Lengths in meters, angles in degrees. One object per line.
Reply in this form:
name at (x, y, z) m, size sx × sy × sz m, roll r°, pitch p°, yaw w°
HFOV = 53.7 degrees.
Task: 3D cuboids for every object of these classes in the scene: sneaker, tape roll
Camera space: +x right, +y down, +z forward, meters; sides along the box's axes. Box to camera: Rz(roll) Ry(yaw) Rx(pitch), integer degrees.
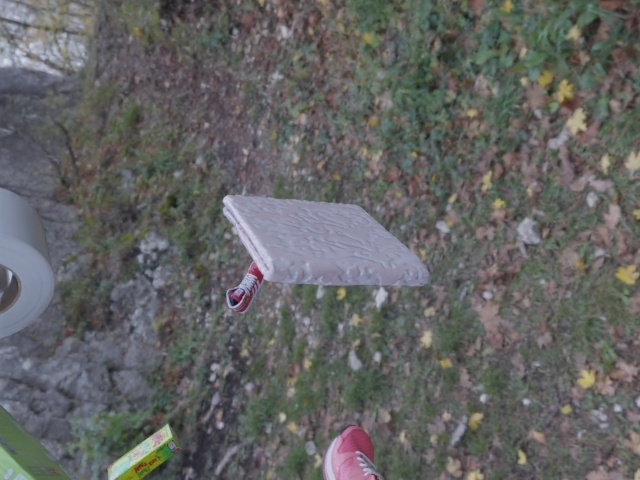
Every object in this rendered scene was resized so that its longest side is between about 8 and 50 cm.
sneaker at (-0.153, 0.092, 1.301) m, size 0.119 × 0.042 × 0.067 m, roll -69°, pitch -20°, yaw -4°
sneaker at (0.080, 0.462, 1.157) m, size 0.136 × 0.116 × 0.314 m, roll -37°, pitch 20°, yaw 28°
tape roll at (-0.629, 0.042, 1.166) m, size 0.169 × 0.246 × 0.246 m, roll 52°, pitch 132°, yaw 46°

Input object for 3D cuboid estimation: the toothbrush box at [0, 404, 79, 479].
toothbrush box at (-0.560, 0.353, 1.038) m, size 0.122 × 0.283 × 0.206 m, roll -47°, pitch -12°, yaw -17°

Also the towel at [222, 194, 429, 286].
towel at (0.000, 0.000, 1.236) m, size 0.317 × 0.331 × 0.054 m, roll 48°, pitch 129°, yaw 54°

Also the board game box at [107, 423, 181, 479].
board game box at (-0.443, 0.547, 1.590) m, size 0.181 × 0.043 × 0.092 m, roll -35°, pitch 15°, yaw -14°
